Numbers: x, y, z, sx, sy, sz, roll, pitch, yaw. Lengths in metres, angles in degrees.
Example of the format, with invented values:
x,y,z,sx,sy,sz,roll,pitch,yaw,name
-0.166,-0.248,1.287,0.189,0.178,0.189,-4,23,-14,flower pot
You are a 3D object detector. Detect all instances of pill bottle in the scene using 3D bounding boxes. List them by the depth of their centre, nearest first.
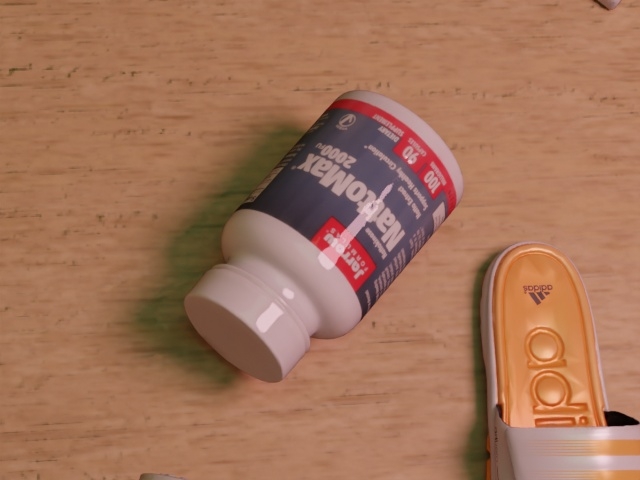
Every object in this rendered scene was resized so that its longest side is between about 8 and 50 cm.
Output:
x,y,z,sx,sy,sz,roll,pitch,yaw,name
0.000,0.000,1.271,0.108,0.108,0.180,39,68,4,pill bottle

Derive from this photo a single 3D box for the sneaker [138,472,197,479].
x,y,z,sx,sy,sz,roll,pitch,yaw,name
0.044,0.259,1.179,0.366,0.135,0.150,17,80,6,sneaker

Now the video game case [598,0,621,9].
x,y,z,sx,sy,sz,roll,pitch,yaw,name
0.191,-0.265,1.457,0.157,0.019,0.143,37,67,5,video game case

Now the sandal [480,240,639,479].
x,y,z,sx,sy,sz,roll,pitch,yaw,name
0.155,0.118,1.273,0.102,0.076,0.265,-5,71,-13,sandal
